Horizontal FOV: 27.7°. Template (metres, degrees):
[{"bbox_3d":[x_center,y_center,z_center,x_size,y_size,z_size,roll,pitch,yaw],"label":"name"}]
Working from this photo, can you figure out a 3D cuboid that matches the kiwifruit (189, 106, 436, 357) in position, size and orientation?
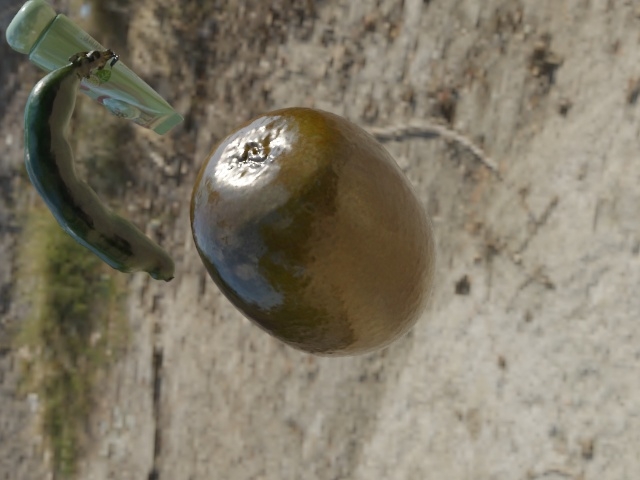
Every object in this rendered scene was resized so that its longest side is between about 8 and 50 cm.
[{"bbox_3d":[0.000,0.000,1.120,0.196,0.234,0.196,-19,50,24],"label":"kiwifruit"}]

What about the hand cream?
[{"bbox_3d":[-0.363,-0.274,2.103,0.093,0.306,0.147,-61,15,-18],"label":"hand cream"}]

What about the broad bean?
[{"bbox_3d":[-0.263,-0.079,1.486,0.049,0.144,0.292,-27,79,61],"label":"broad bean"}]
